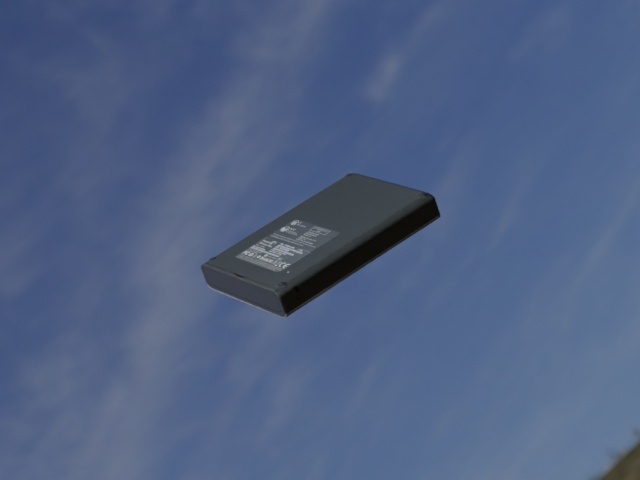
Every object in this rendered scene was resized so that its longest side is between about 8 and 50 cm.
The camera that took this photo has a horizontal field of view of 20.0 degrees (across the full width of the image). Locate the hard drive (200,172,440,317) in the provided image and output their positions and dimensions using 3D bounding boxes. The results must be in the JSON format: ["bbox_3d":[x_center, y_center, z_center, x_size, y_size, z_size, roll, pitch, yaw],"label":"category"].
[{"bbox_3d":[0.000,0.000,1.205,0.135,0.094,0.022,-32,-62,-26],"label":"hard drive"}]
